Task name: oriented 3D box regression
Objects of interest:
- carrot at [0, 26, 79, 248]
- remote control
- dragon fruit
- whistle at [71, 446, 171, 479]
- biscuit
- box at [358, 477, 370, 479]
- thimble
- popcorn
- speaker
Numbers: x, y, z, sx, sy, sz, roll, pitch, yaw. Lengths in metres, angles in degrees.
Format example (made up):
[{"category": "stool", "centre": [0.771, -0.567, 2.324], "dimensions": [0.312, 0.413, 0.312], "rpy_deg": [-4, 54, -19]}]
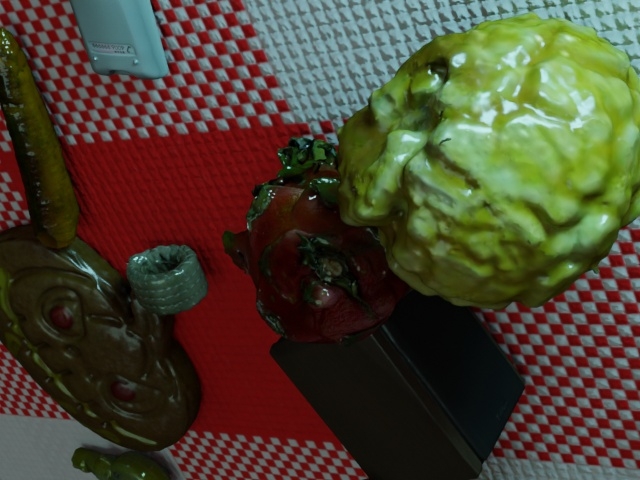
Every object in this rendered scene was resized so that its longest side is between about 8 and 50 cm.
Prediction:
[{"category": "carrot", "centre": [-0.360, -0.128, 1.574], "dimensions": [0.066, 0.066, 0.314], "rpy_deg": [12, 129, 26]}, {"category": "remote control", "centre": [-0.246, -0.300, 1.340], "dimensions": [0.103, 0.051, 0.293], "rpy_deg": [9, 132, 28]}, {"category": "dragon fruit", "centre": [-0.004, -0.014, 1.273], "dimensions": [0.198, 0.269, 0.200], "rpy_deg": [-16, 155, -1]}, {"category": "whistle", "centre": [-0.315, 0.366, 1.996], "dimensions": [0.198, 0.057, 0.104], "rpy_deg": [12, 138, 37]}, {"category": "biscuit", "centre": [-0.330, 0.145, 1.787], "dimensions": [0.394, 0.070, 0.350], "rpy_deg": [48, 138, -11]}, {"category": "box", "centre": [0.122, 0.355, 1.535], "dimensions": [0.174, 0.076, 0.274], "rpy_deg": [20, 180, 20]}, {"category": "thimble", "centre": [-0.198, 0.048, 1.597], "dimensions": [0.110, 0.084, 0.062], "rpy_deg": [13, 133, 43]}, {"category": "popcorn", "centre": [0.164, -0.075, 1.113], "dimensions": [0.247, 0.282, 0.282], "rpy_deg": [46, 138, -6]}, {"category": "speaker", "centre": [0.090, 0.149, 1.435], "dimensions": [0.192, 0.153, 0.231], "rpy_deg": [-20, 114, 45]}]
